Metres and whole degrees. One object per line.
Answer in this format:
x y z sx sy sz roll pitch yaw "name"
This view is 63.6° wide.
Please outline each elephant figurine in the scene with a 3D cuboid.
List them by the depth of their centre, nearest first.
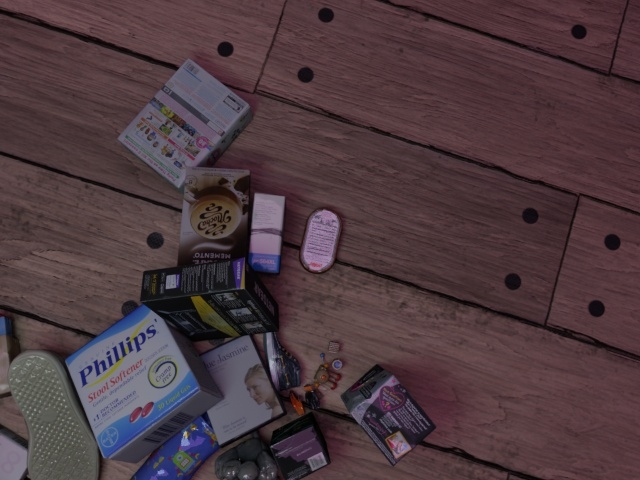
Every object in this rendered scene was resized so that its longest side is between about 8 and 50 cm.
-0.176 0.640 1.294 0.186 0.169 0.240 -16 105 -38 "elephant figurine"

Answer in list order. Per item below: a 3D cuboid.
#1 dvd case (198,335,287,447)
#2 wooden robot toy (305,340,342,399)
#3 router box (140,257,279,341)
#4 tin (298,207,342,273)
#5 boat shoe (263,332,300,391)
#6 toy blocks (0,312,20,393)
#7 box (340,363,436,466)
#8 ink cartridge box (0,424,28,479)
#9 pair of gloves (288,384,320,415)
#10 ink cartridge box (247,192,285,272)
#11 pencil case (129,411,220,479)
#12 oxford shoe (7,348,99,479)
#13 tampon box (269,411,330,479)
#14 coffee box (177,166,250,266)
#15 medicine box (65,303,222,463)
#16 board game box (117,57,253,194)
-0.217 0.375 1.332 0.180 0.022 0.253 -24 56 -12 "dvd case"
0.018 0.357 1.380 0.076 0.079 0.173 26 83 2 "wooden robot toy"
-0.254 0.155 1.261 0.242 0.309 0.081 -8 61 7 "router box"
0.000 0.000 1.449 0.106 0.040 0.190 12 82 4 "tin"
-0.104 0.311 1.395 0.083 0.065 0.184 -7 82 -16 "boat shoe"
-0.939 0.294 1.317 0.381 0.191 0.261 -12 74 -14 "toy blocks"
0.160 0.421 1.292 0.142 0.247 0.163 -39 86 -8 "box"
-0.867 0.601 1.328 0.189 0.066 0.232 30 79 2 "ink cartridge box"
-0.043 0.427 1.386 0.083 0.010 0.074 -25 93 24 "pair of gloves"
-0.142 -0.013 1.387 0.085 0.148 0.203 6 83 -2 "ink cartridge box"
-0.371 0.573 1.316 0.133 0.119 0.306 40 83 -3 "pencil case"
-0.662 0.469 1.307 0.169 0.130 0.450 -13 103 -16 "oxford shoe"
-0.052 0.523 1.314 0.120 0.161 0.102 -25 85 -5 "tampon box"
-0.269 -0.030 1.331 0.168 0.119 0.297 2 69 -8 "coffee box"
-0.439 0.345 1.283 0.263 0.149 0.289 -36 61 -7 "medicine box"
-0.372 -0.315 1.446 0.224 0.097 0.303 39 81 4 "board game box"
